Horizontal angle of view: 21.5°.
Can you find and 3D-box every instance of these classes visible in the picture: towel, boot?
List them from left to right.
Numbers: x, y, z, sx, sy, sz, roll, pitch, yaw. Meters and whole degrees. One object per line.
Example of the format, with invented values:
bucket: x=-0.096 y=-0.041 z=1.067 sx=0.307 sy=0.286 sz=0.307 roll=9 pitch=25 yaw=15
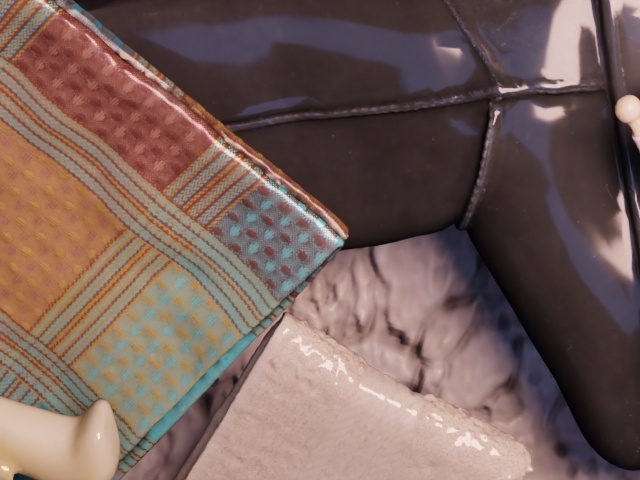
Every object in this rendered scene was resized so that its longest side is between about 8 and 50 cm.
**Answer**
towel: x=-0.194 y=0.033 z=1.059 sx=0.271 sy=0.040 sz=0.370 roll=39 pitch=120 yaw=-11
towel: x=-0.005 y=0.189 z=1.104 sx=0.187 sy=0.049 sz=0.282 roll=29 pitch=121 yaw=-5
boot: x=0.000 y=-0.002 z=1.087 sx=0.445 sy=0.146 sz=0.367 roll=-8 pitch=98 yaw=3

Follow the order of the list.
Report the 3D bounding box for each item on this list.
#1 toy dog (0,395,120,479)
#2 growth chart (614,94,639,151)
toy dog: x=-0.261 y=0.246 z=0.986 sx=0.408 sy=0.284 sz=0.395 roll=38 pitch=87 yaw=-21
growth chart: x=0.272 y=-0.080 z=1.044 sx=0.237 sy=0.021 sz=0.172 roll=-47 pitch=122 yaw=-34
